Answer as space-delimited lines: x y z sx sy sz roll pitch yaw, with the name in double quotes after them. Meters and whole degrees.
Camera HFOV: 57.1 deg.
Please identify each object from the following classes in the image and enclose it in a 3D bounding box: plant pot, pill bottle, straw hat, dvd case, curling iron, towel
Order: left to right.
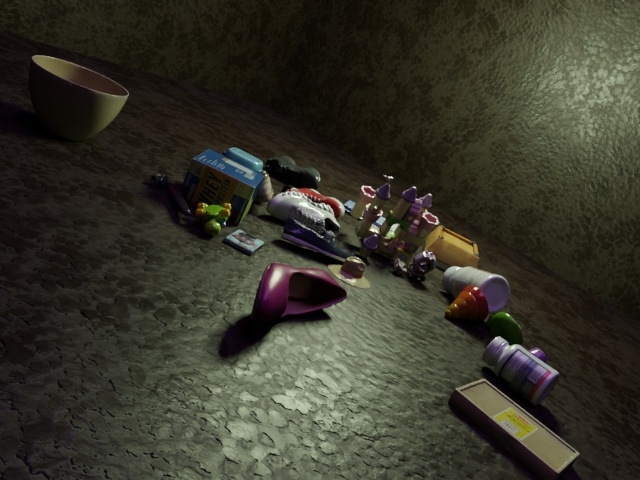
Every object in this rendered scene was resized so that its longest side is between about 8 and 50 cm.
-0.761 -0.419 1.806 0.284 0.190 0.284 24 17 -8 "plant pot"
-0.427 -0.126 1.693 0.068 0.035 0.274 7 24 -37 "curling iron"
-0.213 0.004 1.654 0.087 0.013 0.119 28 17 5 "dvd case"
0.101 0.084 1.793 0.145 0.061 0.144 24 16 -7 "straw hat"
0.232 -0.100 2.590 0.285 0.034 0.209 28 16 7 "towel"
0.523 0.159 2.011 0.131 0.131 0.229 18 1 -25 "pill bottle"
0.530 0.342 1.571 0.180 0.107 0.108 38 20 34 "pill bottle"

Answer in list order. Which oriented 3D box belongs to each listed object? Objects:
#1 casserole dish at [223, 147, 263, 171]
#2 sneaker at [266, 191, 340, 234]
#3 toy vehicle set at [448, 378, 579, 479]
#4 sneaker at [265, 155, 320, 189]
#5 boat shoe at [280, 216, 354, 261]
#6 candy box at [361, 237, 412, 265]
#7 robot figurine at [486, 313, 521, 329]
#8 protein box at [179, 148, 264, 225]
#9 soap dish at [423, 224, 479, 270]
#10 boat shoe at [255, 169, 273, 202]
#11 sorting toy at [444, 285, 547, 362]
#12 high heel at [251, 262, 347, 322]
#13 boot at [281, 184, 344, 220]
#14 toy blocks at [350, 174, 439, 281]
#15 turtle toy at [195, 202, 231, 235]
-0.324 -0.350 2.516 0.189 0.036 0.114 27 16 6 "casserole dish"
-0.051 -0.086 2.024 0.292 0.110 0.118 12 31 -38 "sneaker"
0.433 0.419 1.320 0.267 0.035 0.166 38 20 34 "toy vehicle set"
-0.124 -0.284 2.530 0.286 0.108 0.130 27 20 36 "sneaker"
0.000 0.000 1.846 0.255 0.079 0.095 21 -3 -15 "boat shoe"
0.248 0.022 2.213 0.187 0.053 0.109 22 18 -9 "candy box"
0.602 0.285 1.918 0.115 0.067 0.101 34 24 25 "robot figurine"
-0.303 -0.169 1.826 0.201 0.135 0.200 25 17 -4 "protein box"
0.557 0.045 2.483 0.229 0.118 0.291 28 18 5 "soap dish"
-0.223 -0.185 2.072 0.109 0.098 0.302 -21 12 -10 "boat shoe"
0.510 0.282 1.792 0.126 0.127 0.365 -17 40 -23 "sorting toy"
-0.038 0.123 1.338 0.182 0.127 0.377 17 13 5 "high heel"
-0.037 -0.145 2.243 0.176 0.088 0.244 8 16 -45 "boot"
0.291 -0.077 2.073 0.289 0.260 0.308 17 38 -18 "toy blocks"
-0.297 -0.059 1.626 0.095 0.066 0.130 0 23 -5 "turtle toy"
